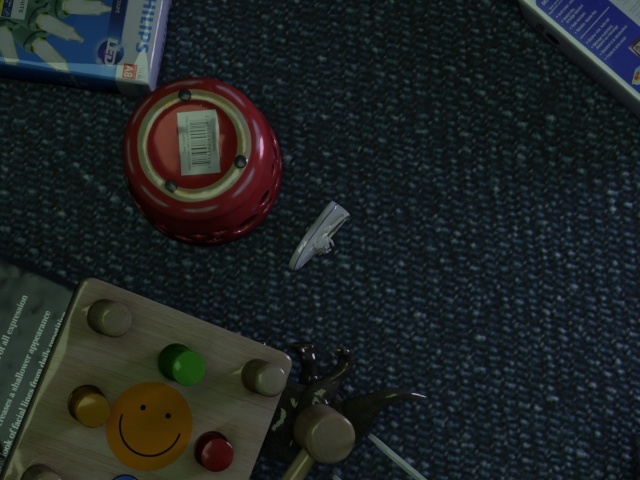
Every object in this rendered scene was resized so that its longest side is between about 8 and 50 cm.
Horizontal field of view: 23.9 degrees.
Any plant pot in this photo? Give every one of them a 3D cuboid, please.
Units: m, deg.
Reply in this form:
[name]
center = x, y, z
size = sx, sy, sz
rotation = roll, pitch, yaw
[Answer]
[plant pot]
center = -0.145, -0.097, 1.792
size = 0.191, 0.174, 0.191
rotation = -1, 82, 4

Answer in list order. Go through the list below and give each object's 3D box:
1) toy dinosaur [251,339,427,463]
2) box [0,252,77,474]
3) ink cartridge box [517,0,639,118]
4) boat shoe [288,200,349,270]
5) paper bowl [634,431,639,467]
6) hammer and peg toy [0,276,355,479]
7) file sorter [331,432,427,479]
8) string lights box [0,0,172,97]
[toy dinosaur]
center = -0.035, 0.203, 1.790
size = 0.313, 0.121, 0.160
rotation = 1, 94, -4
[box]
center = -0.432, 0.148, 1.742
size = 0.395, 0.212, 0.293
rotation = 23, 83, 4
[ink cartridge box]
center = 0.380, -0.274, 1.858
size = 0.332, 0.065, 0.165
rotation = 43, 85, 5
[boat shoe]
center = 0.000, 0.000, 1.843
size = 0.035, 0.035, 0.100
rotation = 35, 78, 8
[paper bowl]
center = 0.500, 0.258, 1.667
size = 0.284, 0.284, 0.148
rotation = -9, 83, 0
[hammer and peg toy]
center = -0.138, 0.222, 1.606
size = 0.361, 0.127, 0.266
rotation = 24, 83, -21
[file sorter]
center = 0.039, 0.373, 1.711
size = 0.173, 0.193, 0.278
rotation = 40, 85, 10
[string lights box]
center = -0.324, -0.263, 1.865
size = 0.259, 0.077, 0.133
rotation = 8, 81, 2
